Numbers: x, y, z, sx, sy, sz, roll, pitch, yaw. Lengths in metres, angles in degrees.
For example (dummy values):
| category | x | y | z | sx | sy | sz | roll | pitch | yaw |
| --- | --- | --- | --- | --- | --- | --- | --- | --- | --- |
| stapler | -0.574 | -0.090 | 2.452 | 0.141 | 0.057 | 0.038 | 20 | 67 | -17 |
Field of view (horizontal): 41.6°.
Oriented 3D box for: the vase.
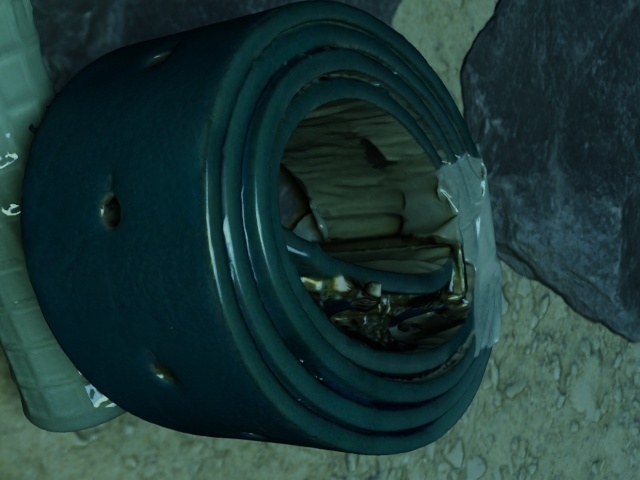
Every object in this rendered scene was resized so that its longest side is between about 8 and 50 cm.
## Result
| category | x | y | z | sx | sy | sz | roll | pitch | yaw |
| --- | --- | --- | --- | --- | --- | --- | --- | --- | --- |
| vase | -0.202 | -0.022 | 0.566 | 0.143 | 0.143 | 0.299 | -31 | 116 | -30 |

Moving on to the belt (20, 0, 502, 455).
| category | x | y | z | sx | sy | sz | roll | pitch | yaw |
| --- | --- | --- | --- | --- | --- | --- | --- | --- | --- |
| belt | 0.000 | 0.000 | 0.626 | 0.436 | 0.173 | 0.300 | 21 | 71 | -60 |
